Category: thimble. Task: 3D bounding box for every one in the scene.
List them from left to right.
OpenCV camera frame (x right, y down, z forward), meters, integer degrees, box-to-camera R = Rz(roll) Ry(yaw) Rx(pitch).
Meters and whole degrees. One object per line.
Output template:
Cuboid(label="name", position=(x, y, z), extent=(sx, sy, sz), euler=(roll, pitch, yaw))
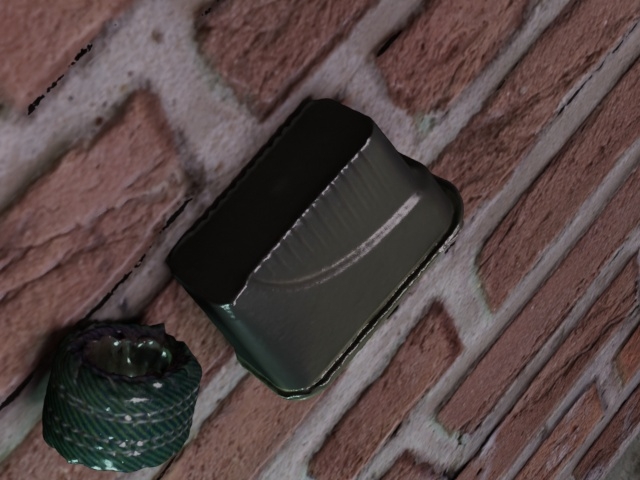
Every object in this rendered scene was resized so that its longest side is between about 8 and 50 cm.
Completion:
Cuboid(label="thimble", position=(-0.170, 0.133, 0.920), extent=(0.135, 0.118, 0.090), euler=(-6, 121, -47))

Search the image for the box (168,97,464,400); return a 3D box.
Cuboid(label="box", position=(0.000, 0.000, 1.016), extent=(0.274, 0.138, 0.178), euler=(-51, 139, -11))
